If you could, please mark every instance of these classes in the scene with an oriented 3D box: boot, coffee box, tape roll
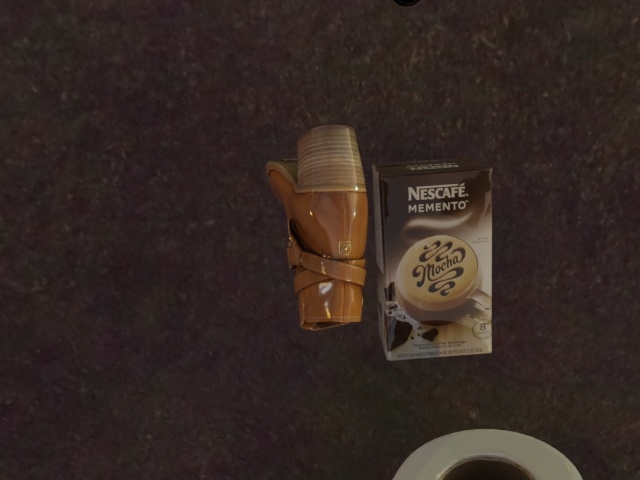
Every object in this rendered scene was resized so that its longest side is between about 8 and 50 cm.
[{"bbox_3d":[0.000,0.000,0.851,0.109,0.283,0.220,-2,83,-17],"label":"boot"},{"bbox_3d":[0.174,0.026,1.081,0.168,0.119,0.296,-5,106,-1],"label":"coffee box"},{"bbox_3d":[0.227,0.394,0.916,0.246,0.169,0.246,-9,20,3],"label":"tape roll"}]

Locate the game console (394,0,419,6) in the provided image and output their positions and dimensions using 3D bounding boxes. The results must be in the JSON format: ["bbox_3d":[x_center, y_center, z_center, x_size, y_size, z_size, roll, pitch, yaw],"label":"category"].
[{"bbox_3d":[0.232,-0.511,1.102,0.213,0.044,0.361,44,82,-3],"label":"game console"}]
